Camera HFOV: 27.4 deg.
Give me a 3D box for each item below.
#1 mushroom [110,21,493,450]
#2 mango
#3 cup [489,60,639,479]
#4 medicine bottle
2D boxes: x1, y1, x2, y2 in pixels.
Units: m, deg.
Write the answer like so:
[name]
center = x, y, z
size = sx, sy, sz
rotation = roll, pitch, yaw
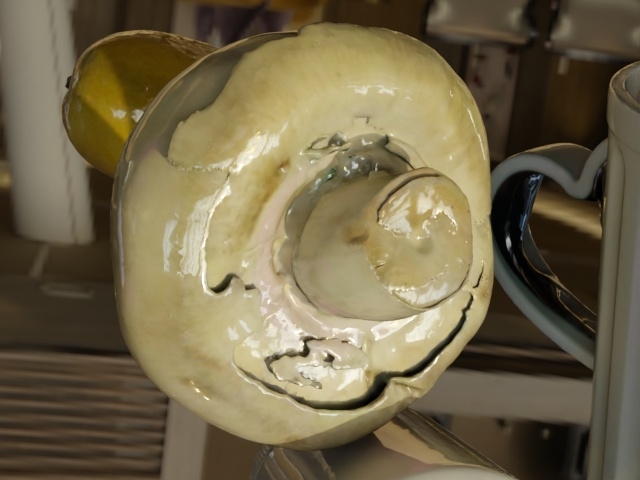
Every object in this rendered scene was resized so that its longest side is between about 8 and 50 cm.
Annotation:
[mushroom]
center = 0.000, 0.000, 0.467
size = 0.154, 0.154, 0.122
rotation = 2, -174, -33
[mango]
center = -0.089, -0.087, 0.916
size = 0.195, 0.098, 0.137
rotation = 6, -157, -40
[cup]
center = 0.171, 0.035, 0.496
size = 0.166, 0.202, 0.221
rotation = -3, -159, -15
[medicine bottle]
center = 0.026, 0.120, 0.518
size = 0.102, 0.103, 0.186
rotation = 6, -179, -11
